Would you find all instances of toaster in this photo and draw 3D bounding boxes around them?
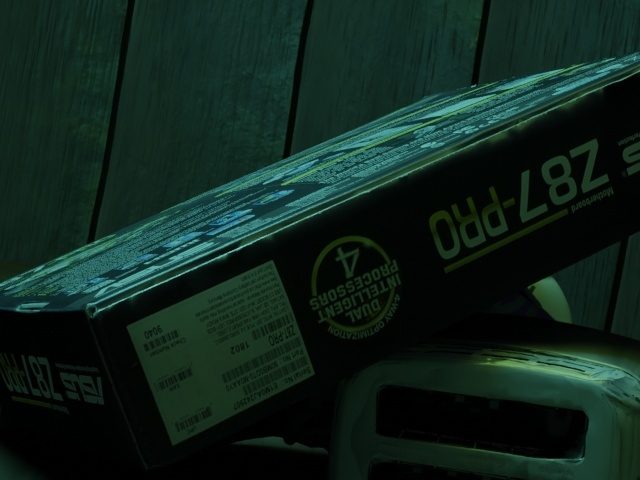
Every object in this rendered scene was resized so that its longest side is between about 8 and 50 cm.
[{"bbox_3d":[0.093,0.109,0.844,0.226,0.129,0.146,8,3,11],"label":"toaster"}]

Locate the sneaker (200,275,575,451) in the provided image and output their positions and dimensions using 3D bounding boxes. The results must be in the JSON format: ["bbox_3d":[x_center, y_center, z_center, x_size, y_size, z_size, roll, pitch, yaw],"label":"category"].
[{"bbox_3d":[0.053,0.105,1.034,0.330,0.146,0.122,-17,-12,-28],"label":"sneaker"}]

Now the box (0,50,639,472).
[{"bbox_3d":[0.000,0.000,0.898,0.394,0.097,0.318,-25,11,-25],"label":"box"}]

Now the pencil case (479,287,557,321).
[{"bbox_3d":[0.156,0.097,0.956,0.206,0.088,0.086,40,8,3],"label":"pencil case"}]
